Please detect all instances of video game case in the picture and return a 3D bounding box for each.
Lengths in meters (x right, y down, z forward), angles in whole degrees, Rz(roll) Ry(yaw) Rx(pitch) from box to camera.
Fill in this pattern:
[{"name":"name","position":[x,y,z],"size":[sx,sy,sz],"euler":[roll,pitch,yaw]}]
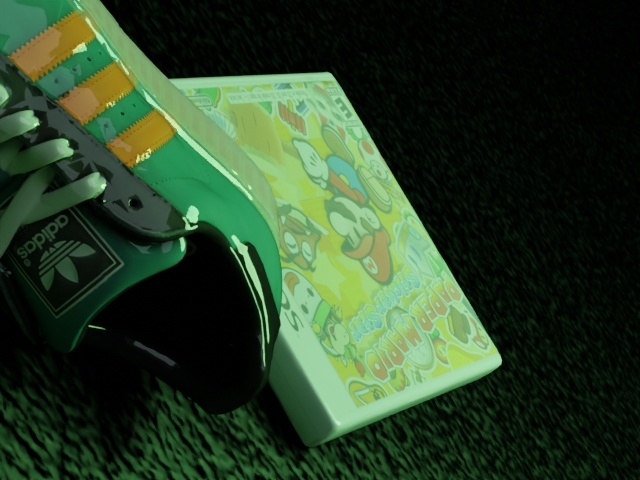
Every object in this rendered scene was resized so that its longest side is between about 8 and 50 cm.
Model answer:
[{"name":"video game case","position":[0.000,0.000,1.085],"size":[0.206,0.026,0.227],"euler":[60,25,9]}]

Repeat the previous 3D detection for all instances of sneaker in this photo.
[{"name":"sneaker","position":[-0.116,-0.033,0.826],"size":[0.302,0.108,0.121],"euler":[37,26,-36]}]
